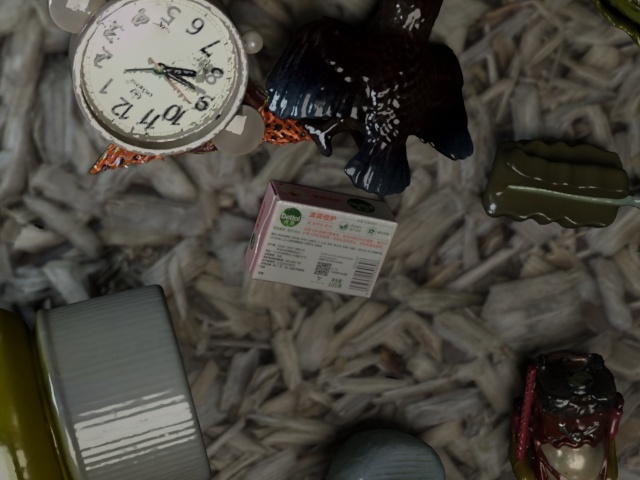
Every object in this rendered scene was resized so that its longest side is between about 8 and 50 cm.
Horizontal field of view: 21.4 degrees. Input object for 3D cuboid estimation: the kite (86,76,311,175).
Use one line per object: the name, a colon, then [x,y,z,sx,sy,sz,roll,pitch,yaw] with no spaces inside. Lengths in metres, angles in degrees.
kite: [-0.108,-0.129,1.520,0.222,0.008,0.125,-10,119,-10]

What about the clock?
clock: [-0.139,-0.155,1.461,0.229,0.063,0.155,36,103,-27]

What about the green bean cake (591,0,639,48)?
green bean cake: [0.326,-0.319,1.411,0.285,0.202,0.310,36,106,-31]

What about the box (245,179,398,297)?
box: [0.000,0.000,1.600,0.125,0.043,0.089,11,116,-20]

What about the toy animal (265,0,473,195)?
toy animal: [0.067,-0.142,1.492,0.218,0.116,0.179,13,114,-28]

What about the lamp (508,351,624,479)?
lamp: [0.253,0.237,1.767,0.118,0.118,0.253,-3,119,-13]

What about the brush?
brush: [0.303,-0.043,1.641,0.301,0.071,0.084,7,127,-16]

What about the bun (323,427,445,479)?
bun: [0.059,0.256,1.737,0.141,0.083,0.141,-9,108,-29]

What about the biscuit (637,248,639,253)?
biscuit: [0.357,-0.020,1.700,0.046,0.016,0.089,11,115,-19]

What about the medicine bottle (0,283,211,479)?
medicine bottle: [-0.306,0.174,1.512,0.384,0.224,0.224,-15,122,-6]
